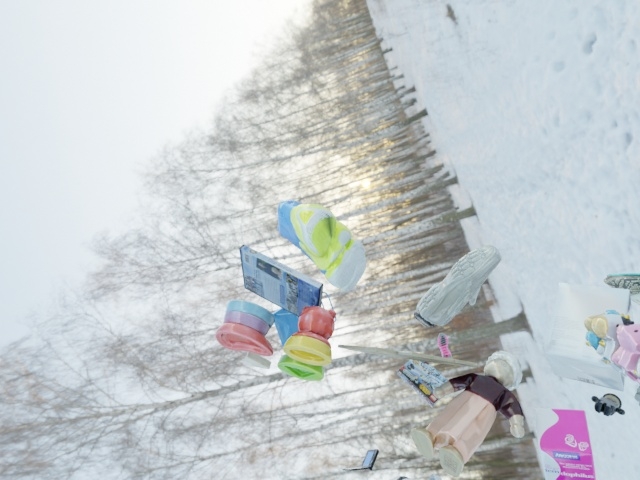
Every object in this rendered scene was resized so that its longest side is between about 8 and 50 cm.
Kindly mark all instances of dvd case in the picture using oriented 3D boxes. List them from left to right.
[{"bbox_3d":[-0.109,0.125,1.115,0.022,0.252,0.180,-52,-22,-38],"label":"dvd case"}]

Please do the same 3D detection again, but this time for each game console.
[{"bbox_3d":[0.143,0.782,1.451,0.107,0.071,0.122,-58,-5,-30],"label":"game console"}]

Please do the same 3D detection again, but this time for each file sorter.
[{"bbox_3d":[-0.045,0.244,1.272,0.170,0.104,0.118,-28,-77,-49],"label":"file sorter"}]

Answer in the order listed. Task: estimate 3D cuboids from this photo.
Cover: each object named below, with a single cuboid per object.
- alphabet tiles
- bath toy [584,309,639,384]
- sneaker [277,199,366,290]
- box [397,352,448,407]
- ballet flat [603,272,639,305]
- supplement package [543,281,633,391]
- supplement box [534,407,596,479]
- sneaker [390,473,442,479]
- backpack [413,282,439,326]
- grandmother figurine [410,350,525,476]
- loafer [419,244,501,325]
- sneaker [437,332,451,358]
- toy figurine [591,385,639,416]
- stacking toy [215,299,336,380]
[{"bbox_3d":[0.216,0.297,1.056,0.342,0.285,0.011,148,133,-67],"label":"alphabet tiles"},{"bbox_3d":[0.743,0.250,0.953,0.151,0.129,0.348,47,-170,8],"label":"bath toy"},{"bbox_3d":[0.000,0.000,0.734,0.126,0.091,0.240,32,164,36],"label":"sneaker"},{"bbox_3d":[0.312,0.416,1.221,0.137,0.093,0.027,41,143,31],"label":"box"},{"bbox_3d":[1.211,0.165,1.383,0.483,0.163,0.182,145,131,-64],"label":"ballet flat"},{"bbox_3d":[0.881,0.307,1.330,0.198,0.199,0.263,47,-120,-37],"label":"supplement package"},{"bbox_3d":[0.604,0.524,1.003,0.220,0.111,0.114,64,-147,-28],"label":"supplement box"},{"bbox_3d":[0.253,0.789,1.029,0.137,0.210,0.366,21,-133,-14],"label":"sneaker"},{"bbox_3d":[0.482,0.274,1.731,0.115,0.182,0.152,41,173,5],"label":"backpack"},{"bbox_3d":[0.368,0.375,0.939,0.342,0.207,0.104,-31,-45,-36],"label":"grandmother figurine"},{"bbox_3d":[0.442,0.145,1.263,0.111,0.319,0.112,32,-150,-11],"label":"loafer"},{"bbox_3d":[0.522,0.446,1.733,0.057,0.047,0.120,-57,-45,-80],"label":"sneaker"},{"bbox_3d":[1.018,0.479,1.407,0.148,0.209,0.213,6,-129,-42],"label":"toy figurine"},{"bbox_3d":[-0.103,0.255,1.088,0.280,0.308,0.131,84,-160,-55],"label":"stacking toy"}]
